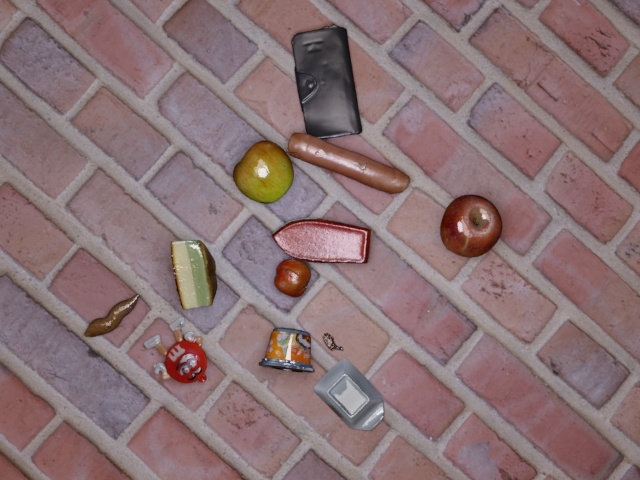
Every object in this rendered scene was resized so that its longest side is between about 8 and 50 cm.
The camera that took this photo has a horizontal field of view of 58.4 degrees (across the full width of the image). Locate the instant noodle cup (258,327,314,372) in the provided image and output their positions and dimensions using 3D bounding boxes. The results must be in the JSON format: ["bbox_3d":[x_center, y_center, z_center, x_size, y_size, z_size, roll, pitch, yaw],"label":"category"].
[{"bbox_3d":[-0.099,0.347,1.827,0.208,0.177,0.126,-1,71,28],"label":"instant noodle cup"}]

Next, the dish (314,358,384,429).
[{"bbox_3d":[0.107,0.518,1.870,0.154,0.064,0.234,-44,91,-3],"label":"dish"}]

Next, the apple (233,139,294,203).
[{"bbox_3d":[-0.177,-0.211,1.818,0.196,0.196,0.196,0,88,-2],"label":"apple"}]

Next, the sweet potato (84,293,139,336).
[{"bbox_3d":[-0.668,0.250,1.855,0.218,0.051,0.065,-36,88,-2],"label":"sweet potato"}]

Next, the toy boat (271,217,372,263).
[{"bbox_3d":[0.000,0.000,1.859,0.331,0.133,0.145,6,93,9],"label":"toy boat"}]

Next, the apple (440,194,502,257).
[{"bbox_3d":[0.482,-0.044,1.859,0.201,0.162,0.201,2,78,-8],"label":"apple"}]

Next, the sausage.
[{"bbox_3d":[0.093,-0.247,1.866,0.418,0.094,0.094,21,114,-6],"label":"sausage"}]

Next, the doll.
[{"bbox_3d":[-0.452,0.377,1.845,0.183,0.085,0.217,-35,81,-4],"label":"doll"}]

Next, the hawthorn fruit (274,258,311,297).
[{"bbox_3d":[-0.091,0.121,1.852,0.128,0.128,0.128,0,88,-2],"label":"hawthorn fruit"}]

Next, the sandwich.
[{"bbox_3d":[-0.395,0.082,1.804,0.108,0.186,0.220,-8,105,-3],"label":"sandwich"}]

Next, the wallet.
[{"bbox_3d":[0.018,-0.523,1.906,0.197,0.051,0.378,-8,87,-1],"label":"wallet"}]

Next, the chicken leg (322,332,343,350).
[{"bbox_3d":[0.038,0.341,1.894,0.036,0.021,0.083,-43,91,-12],"label":"chicken leg"}]
